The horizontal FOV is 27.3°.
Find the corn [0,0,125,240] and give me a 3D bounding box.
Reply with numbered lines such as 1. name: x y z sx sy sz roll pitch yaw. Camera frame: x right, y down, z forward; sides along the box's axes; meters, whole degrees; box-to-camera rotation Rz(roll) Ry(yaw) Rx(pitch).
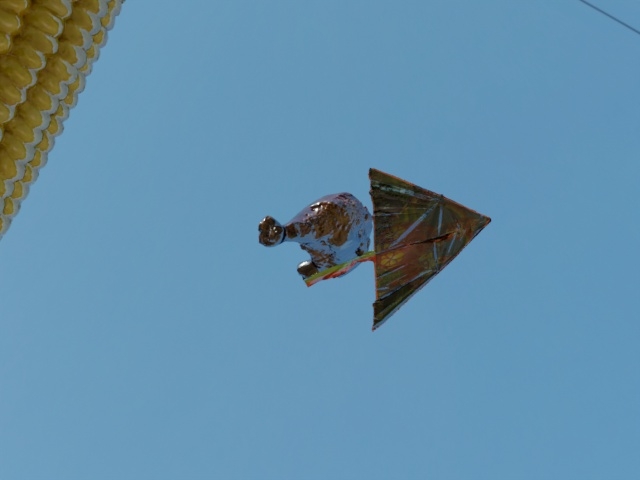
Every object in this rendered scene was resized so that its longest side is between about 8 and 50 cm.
1. corn: -0.096 -0.071 0.400 0.067 0.067 0.206 29 -97 -8

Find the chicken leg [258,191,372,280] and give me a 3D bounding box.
1. chicken leg: 0.005 -0.004 1.178 0.089 0.219 0.048 -43 -105 1

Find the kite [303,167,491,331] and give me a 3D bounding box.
1. kite: 0.061 0.005 1.037 0.159 0.010 0.190 -17 -42 -14
